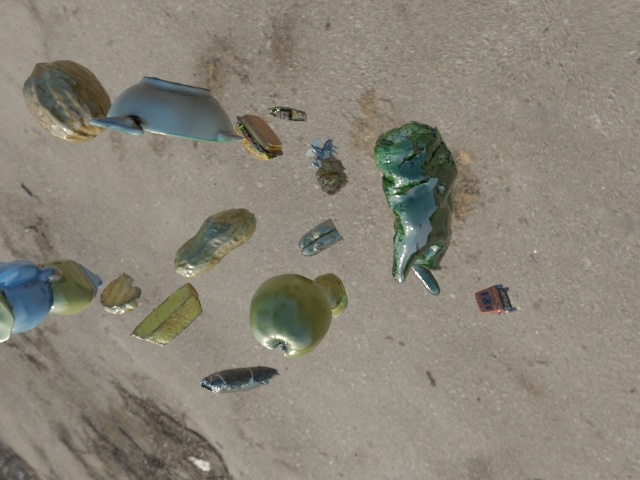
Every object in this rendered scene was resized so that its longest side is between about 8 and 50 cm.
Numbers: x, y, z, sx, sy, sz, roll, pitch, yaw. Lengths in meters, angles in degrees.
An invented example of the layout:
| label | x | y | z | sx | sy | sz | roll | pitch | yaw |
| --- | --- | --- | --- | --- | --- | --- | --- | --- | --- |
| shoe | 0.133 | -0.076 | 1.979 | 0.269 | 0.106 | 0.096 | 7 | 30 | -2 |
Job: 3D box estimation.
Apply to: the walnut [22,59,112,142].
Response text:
| label | x | y | z | sx | sy | sz | roll | pitch | yaw |
| --- | --- | --- | --- | --- | --- | --- | --- | --- | --- |
| walnut | -0.670 | -0.370 | 1.066 | 0.213 | 0.213 | 0.213 | 14 | 121 | 24 |

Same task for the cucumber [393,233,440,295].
| label | x | y | z | sx | sy | sz | roll | pitch | yaw |
| --- | --- | --- | --- | --- | --- | --- | --- | --- | --- |
| cucumber | 0.321 | 0.083 | 1.342 | 0.056 | 0.056 | 0.284 | -25 | 113 | 37 |

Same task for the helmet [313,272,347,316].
| label | x | y | z | sx | sy | sz | roll | pitch | yaw |
| --- | --- | --- | --- | --- | --- | --- | --- | --- | --- |
| helmet | 0.018 | 0.291 | 2.184 | 0.205 | 0.140 | 0.257 | -49 | 51 | 25 |

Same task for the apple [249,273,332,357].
| label | x | y | z | sx | sy | sz | roll | pitch | yaw |
| --- | --- | --- | --- | --- | --- | --- | --- | --- | --- |
| apple | -0.084 | 0.264 | 1.417 | 0.233 | 0.257 | 0.295 | -17 | 130 | 28 |

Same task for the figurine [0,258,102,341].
| label | x | y | z | sx | sy | sz | roll | pitch | yaw |
| --- | --- | --- | --- | --- | --- | --- | --- | --- | --- |
| figurine | -0.564 | 0.110 | 0.767 | 0.180 | 0.262 | 0.153 | -12 | 83 | 9 |

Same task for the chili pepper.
| label | x | y | z | sx | sy | sz | roll | pitch | yaw |
| --- | --- | --- | --- | --- | --- | --- | --- | --- | --- |
| chili pepper | 0.120 | -0.032 | 0.474 | 0.061 | 0.098 | 0.224 | 47 | 162 | 50 |

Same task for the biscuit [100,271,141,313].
| label | x | y | z | sx | sy | sz | roll | pitch | yaw |
| --- | --- | --- | --- | --- | --- | --- | --- | --- | --- |
| biscuit | -0.608 | 0.173 | 1.226 | 0.183 | 0.118 | 0.061 | 29 | 150 | 47 |

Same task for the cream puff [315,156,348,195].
| label | x | y | z | sx | sy | sz | roll | pitch | yaw |
| --- | --- | --- | --- | --- | --- | --- | --- | --- | --- |
| cream puff | 0.041 | -0.210 | 1.302 | 0.094 | 0.116 | 0.122 | -26 | 72 | 23 |

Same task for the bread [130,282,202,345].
| label | x | y | z | sx | sy | sz | roll | pitch | yaw |
| --- | --- | --- | --- | --- | --- | --- | --- | --- | --- |
| bread | -0.380 | 0.193 | 1.007 | 0.103 | 0.187 | 0.065 | 20 | 147 | 49 |

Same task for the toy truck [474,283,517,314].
| label | x | y | z | sx | sy | sz | roll | pitch | yaw |
| --- | --- | --- | --- | --- | --- | --- | --- | --- | --- |
| toy truck | 0.720 | 0.249 | 1.643 | 0.114 | 0.253 | 0.107 | -22 | 69 | 28 |

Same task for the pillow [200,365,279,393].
| label | x | y | z | sx | sy | sz | roll | pitch | yaw |
| --- | --- | --- | --- | --- | --- | --- | --- | --- | --- |
| pillow | -0.329 | 0.565 | 1.627 | 0.161 | 0.335 | 0.092 | -36 | 57 | 40 |

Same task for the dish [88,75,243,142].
| label | x | y | z | sx | sy | sz | roll | pitch | yaw |
| --- | --- | --- | --- | --- | --- | --- | --- | --- | --- |
| dish | -0.236 | -0.210 | 0.628 | 0.224 | 0.246 | 0.078 | 15 | 108 | 10 |

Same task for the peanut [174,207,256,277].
| label | x | y | z | sx | sy | sz | roll | pitch | yaw |
| --- | --- | --- | --- | --- | --- | --- | --- | --- | --- |
| peanut | -0.237 | 0.002 | 0.895 | 0.214 | 0.099 | 0.099 | -42 | 91 | 0 |

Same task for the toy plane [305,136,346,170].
| label | x | y | z | sx | sy | sz | roll | pitch | yaw |
| --- | --- | --- | --- | --- | --- | --- | --- | --- | --- |
| toy plane | 0.033 | -0.377 | 1.819 | 0.234 | 0.082 | 0.160 | 31 | 100 | -17 |

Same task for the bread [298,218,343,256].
| label | x | y | z | sx | sy | sz | roll | pitch | yaw |
| --- | --- | --- | --- | --- | --- | --- | --- | --- | --- |
| bread | -0.001 | -0.006 | 1.649 | 0.183 | 0.337 | 0.102 | -27 | 87 | 2 |

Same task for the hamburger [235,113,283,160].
| label | x | y | z | sx | sy | sz | roll | pitch | yaw |
| --- | --- | --- | --- | --- | --- | --- | --- | --- | --- |
| hamburger | -0.193 | -0.314 | 1.252 | 0.087 | 0.137 | 0.166 | -44 | 75 | 27 |

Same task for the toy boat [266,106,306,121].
| label | x | y | z | sx | sy | sz | roll | pitch | yaw |
| --- | --- | --- | --- | --- | --- | --- | --- | --- | --- |
| toy boat | -0.160 | -0.593 | 1.887 | 0.206 | 0.072 | 0.064 | 14 | 124 | 19 |
